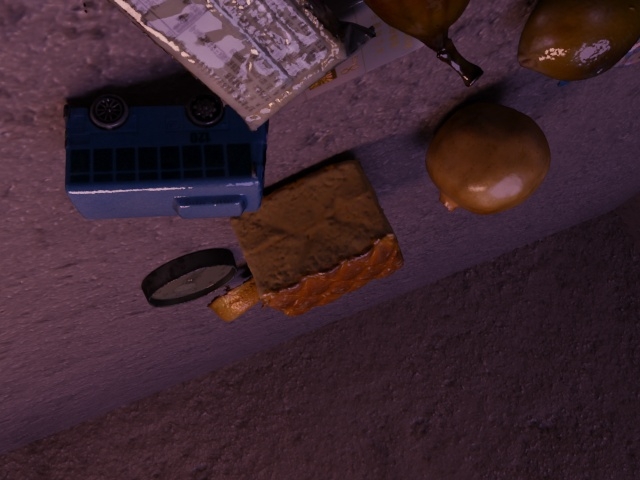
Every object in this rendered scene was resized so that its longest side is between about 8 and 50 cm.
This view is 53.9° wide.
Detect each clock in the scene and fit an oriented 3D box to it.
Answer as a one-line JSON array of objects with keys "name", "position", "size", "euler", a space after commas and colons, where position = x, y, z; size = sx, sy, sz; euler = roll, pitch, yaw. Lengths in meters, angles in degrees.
[{"name": "clock", "position": [-0.288, 0.086, 1.403], "size": [0.214, 0.042, 0.215], "euler": [-22, 163, -7]}]

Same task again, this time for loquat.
[{"name": "loquat", "position": [0.385, -0.312, 0.942], "size": [0.195, 0.152, 0.152], "euler": [-32, 164, -4]}]

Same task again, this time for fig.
[{"name": "fig", "position": [0.100, -0.261, 0.599], "size": [0.170, 0.146, 0.274], "euler": [-30, 130, 3]}]

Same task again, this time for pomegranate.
[{"name": "pomegranate", "position": [0.319, -0.156, 1.210], "size": [0.233, 0.233, 0.233], "euler": [-22, 164, -7]}]

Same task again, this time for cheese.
[{"name": "cheese", "position": [0.575, -0.365, 1.197], "size": [0.244, 0.052, 0.135], "euler": [-23, 164, -4]}]

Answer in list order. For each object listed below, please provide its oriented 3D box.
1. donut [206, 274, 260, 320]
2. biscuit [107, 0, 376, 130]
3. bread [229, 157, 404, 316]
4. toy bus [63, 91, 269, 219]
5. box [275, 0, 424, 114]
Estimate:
[{"name": "donut", "position": [-0.184, 0.129, 1.550], "size": [0.181, 0.078, 0.146], "euler": [-33, 179, -41]}, {"name": "biscuit", "position": [-0.087, -0.221, 0.568], "size": [0.186, 0.079, 0.309], "euler": [-35, 140, 19]}, {"name": "bread", "position": [0.000, 0.000, 1.253], "size": [0.278, 0.207, 0.279], "euler": [-25, 162, 6]}, {"name": "toy bus", "position": [-0.176, -0.094, 0.759], "size": [0.233, 0.134, 0.116], "euler": [-3, 163, -7]}, {"name": "box", "position": [0.003, -0.243, 0.743], "size": [0.242, 0.067, 0.155], "euler": [-25, 162, 4]}]
